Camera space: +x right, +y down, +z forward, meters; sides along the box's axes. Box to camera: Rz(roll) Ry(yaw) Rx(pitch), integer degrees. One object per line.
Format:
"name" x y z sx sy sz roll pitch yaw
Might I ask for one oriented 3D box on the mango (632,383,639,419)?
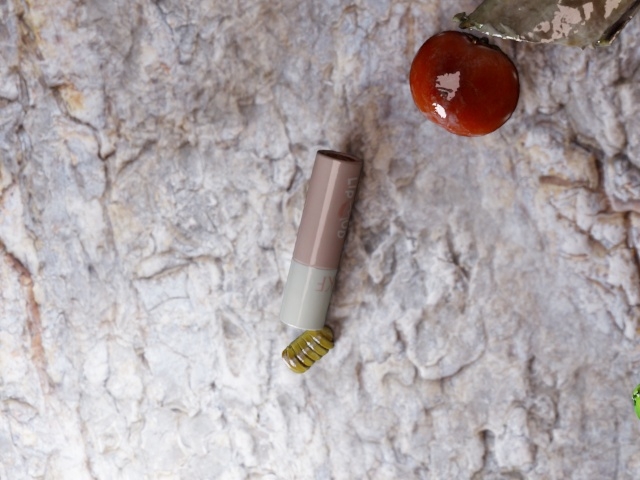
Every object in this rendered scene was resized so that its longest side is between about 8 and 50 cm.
"mango" 0.511 0.211 1.876 0.178 0.100 0.119 -17 58 27

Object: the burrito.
"burrito" 0.351 -0.345 1.830 0.347 0.107 0.175 -41 72 17

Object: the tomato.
"tomato" 0.192 -0.213 1.904 0.159 0.091 0.139 29 108 8

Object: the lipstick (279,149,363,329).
"lipstick" 0.000 0.000 2.011 0.070 0.070 0.255 17 104 14

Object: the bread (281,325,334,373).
"bread" -0.017 0.161 2.064 0.088 0.034 0.049 -38 93 19
